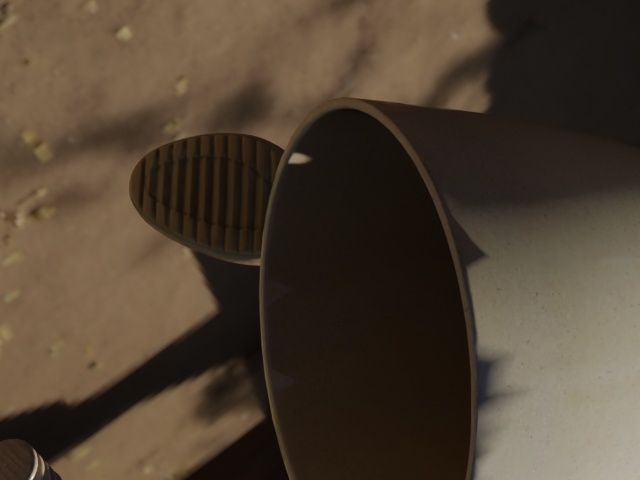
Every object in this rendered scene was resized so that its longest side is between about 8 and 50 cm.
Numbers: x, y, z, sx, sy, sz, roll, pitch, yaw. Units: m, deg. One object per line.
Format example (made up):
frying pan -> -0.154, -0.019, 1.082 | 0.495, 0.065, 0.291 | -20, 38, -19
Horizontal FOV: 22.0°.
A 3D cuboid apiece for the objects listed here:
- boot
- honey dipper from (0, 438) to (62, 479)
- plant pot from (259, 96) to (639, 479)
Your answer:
boot -> 0.000, 0.000, 1.193 | 0.207, 0.248, 0.090 | 59, 41, -73
honey dipper -> -0.126, 0.147, 0.828 | 0.030, 0.030, 0.161 | -36, 145, -8
plant pot -> 0.140, 0.047, 0.897 | 0.274, 0.256, 0.256 | -4, 141, -24
